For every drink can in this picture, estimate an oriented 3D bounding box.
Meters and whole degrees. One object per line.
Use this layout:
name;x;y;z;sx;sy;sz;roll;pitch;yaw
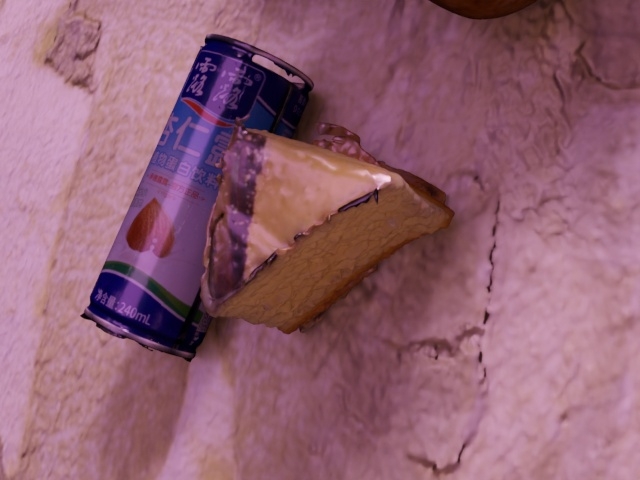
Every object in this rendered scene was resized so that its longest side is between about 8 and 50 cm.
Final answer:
drink can;-0.093;-0.032;0.733;0.097;0.097;0.235;23;89;38

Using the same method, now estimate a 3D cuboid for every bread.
bread;0.000;0.000;0.631;0.127;0.147;0.152;26;96;26

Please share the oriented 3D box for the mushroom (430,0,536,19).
mushroom;0.086;-0.317;0.569;0.260;0.345;0.345;-2;72;51
